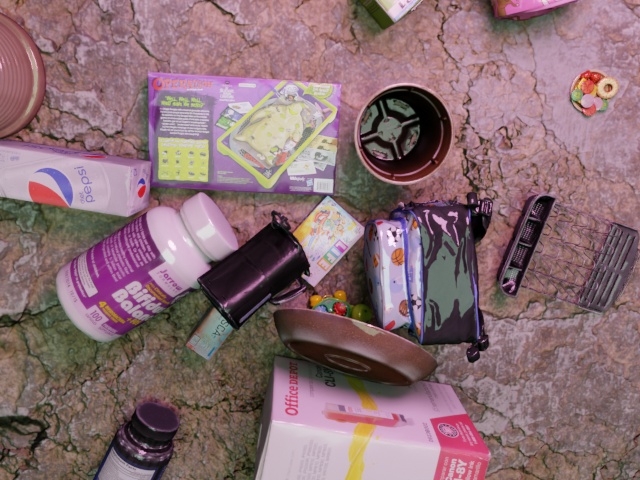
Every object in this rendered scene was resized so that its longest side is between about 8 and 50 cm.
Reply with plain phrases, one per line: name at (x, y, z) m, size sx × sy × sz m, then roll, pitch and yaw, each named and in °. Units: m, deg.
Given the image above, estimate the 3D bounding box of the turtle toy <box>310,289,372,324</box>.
turtle toy at (0.037, 0.152, 1.206) m, size 0.130 × 0.066 × 0.095 m, roll -11°, pitch 104°, yaw 0°

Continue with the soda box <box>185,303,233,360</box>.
soda box at (-0.187, 0.142, 1.195) m, size 0.058 × 0.063 × 0.183 m, roll 36°, pitch 99°, yaw -11°

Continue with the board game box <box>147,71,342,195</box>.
board game box at (-0.140, -0.195, 1.128) m, size 0.346 × 0.056 × 0.208 m, roll 3°, pitch 107°, yaw -3°

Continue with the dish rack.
dish rack at (0.494, 0.035, 1.196) m, size 0.271 × 0.074 × 0.208 m, roll 17°, pitch 103°, yaw -7°

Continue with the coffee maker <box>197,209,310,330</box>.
coffee maker at (-0.122, 0.052, 1.075) m, size 0.178 × 0.120 × 0.171 m, roll -39°, pitch 131°, yaw -16°

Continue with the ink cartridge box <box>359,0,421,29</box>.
ink cartridge box at (0.161, -0.447, 0.972) m, size 0.189 × 0.255 × 0.097 m, roll -42°, pitch 102°, yaw 7°

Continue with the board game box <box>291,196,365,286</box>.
board game box at (0.000, 0.000, 1.188) m, size 0.103 × 0.026 × 0.154 m, roll 40°, pitch 98°, yaw -11°

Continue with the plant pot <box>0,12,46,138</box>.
plant pot at (-0.612, -0.288, 1.051) m, size 0.237 × 0.110 × 0.238 m, roll -1°, pitch 103°, yaw -3°

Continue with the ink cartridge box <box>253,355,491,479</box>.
ink cartridge box at (0.080, 0.368, 1.149) m, size 0.384 × 0.279 × 0.161 m, roll 10°, pitch 102°, yaw -5°

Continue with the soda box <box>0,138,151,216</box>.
soda box at (-0.455, -0.113, 1.083) m, size 0.286 × 0.098 × 0.091 m, roll 9°, pitch 104°, yaw 4°

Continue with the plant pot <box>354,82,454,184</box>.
plant pot at (0.133, -0.192, 1.078) m, size 0.166 × 0.165 × 0.167 m, roll -1°, pitch 103°, yaw -3°

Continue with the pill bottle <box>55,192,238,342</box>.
pill bottle at (-0.307, 0.043, 1.112) m, size 0.301 × 0.169 × 0.169 m, roll -32°, pitch 103°, yaw 6°

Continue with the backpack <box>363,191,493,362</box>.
backpack at (0.182, 0.051, 1.090) m, size 0.213 × 0.263 × 0.277 m, roll 1°, pitch 95°, yaw 4°

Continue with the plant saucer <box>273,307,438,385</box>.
plant saucer at (0.055, 0.202, 1.105) m, size 0.310 × 0.310 × 0.050 m, roll 20°, pitch 70°, yaw -7°

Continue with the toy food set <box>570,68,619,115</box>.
toy food set at (0.511, -0.279, 1.149) m, size 0.083 × 0.020 × 0.083 m, roll 28°, pitch 101°, yaw -9°

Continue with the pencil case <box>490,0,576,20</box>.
pencil case at (0.327, -0.567, 1.004) m, size 0.160 × 0.167 × 0.386 m, roll -10°, pitch 107°, yaw 33°

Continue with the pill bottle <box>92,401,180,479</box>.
pill bottle at (-0.370, 0.442, 1.228) m, size 0.122 × 0.123 × 0.219 m, roll 27°, pitch 100°, yaw -8°
